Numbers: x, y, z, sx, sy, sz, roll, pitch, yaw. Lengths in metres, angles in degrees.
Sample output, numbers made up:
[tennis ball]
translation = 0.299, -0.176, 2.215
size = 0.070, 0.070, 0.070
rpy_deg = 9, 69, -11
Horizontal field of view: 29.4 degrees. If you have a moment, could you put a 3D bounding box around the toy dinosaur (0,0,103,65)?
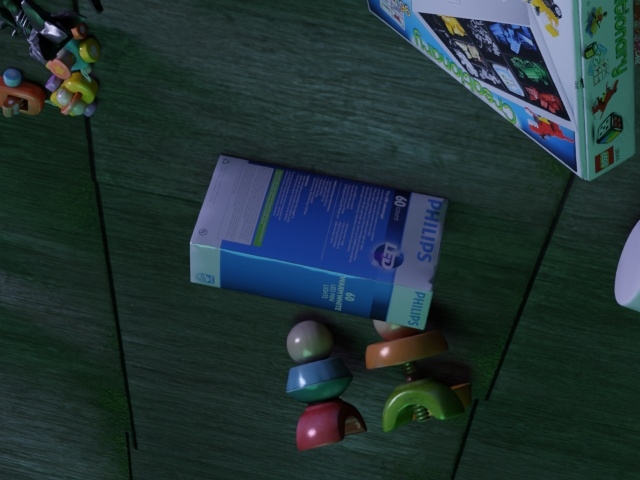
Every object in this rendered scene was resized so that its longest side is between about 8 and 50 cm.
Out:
[toy dinosaur]
translation = -0.272, -0.285, 1.082
size = 0.218, 0.164, 0.322
rpy_deg = 43, 174, -12

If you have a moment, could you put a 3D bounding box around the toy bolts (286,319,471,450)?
[toy bolts]
translation = 0.069, 0.159, 1.548
size = 0.229, 0.158, 0.218
rpy_deg = -16, 174, 20

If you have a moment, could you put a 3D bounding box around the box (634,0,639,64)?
[box]
translation = 0.217, -0.266, 0.931
size = 0.128, 0.122, 0.257
rpy_deg = 5, 141, 13

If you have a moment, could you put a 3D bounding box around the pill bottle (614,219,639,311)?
[pill bottle]
translation = 0.437, 0.055, 1.251
size = 0.246, 0.136, 0.136
rpy_deg = 18, 142, -4

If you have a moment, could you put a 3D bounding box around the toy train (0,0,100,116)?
[toy train]
translation = -0.295, -0.172, 1.279
size = 0.125, 0.046, 0.166
rpy_deg = 18, 143, -5

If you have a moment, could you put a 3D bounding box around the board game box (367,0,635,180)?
[board game box]
translation = 0.120, -0.200, 0.931
size = 0.053, 0.305, 0.193
rpy_deg = -30, 137, -14

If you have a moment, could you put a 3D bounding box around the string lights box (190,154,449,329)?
[string lights box]
translation = 0.000, 0.000, 1.327
size = 0.260, 0.133, 0.076
rpy_deg = 12, 142, 4
